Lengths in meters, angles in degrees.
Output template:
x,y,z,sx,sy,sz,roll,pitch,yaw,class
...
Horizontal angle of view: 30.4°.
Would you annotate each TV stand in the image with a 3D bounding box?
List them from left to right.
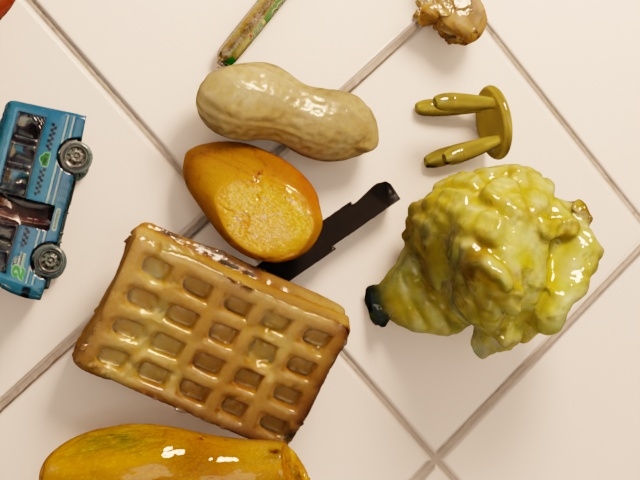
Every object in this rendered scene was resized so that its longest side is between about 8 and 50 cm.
x,y,z,sx,sy,sz,roll,pitch,yaw,class
0.000,0.000,1.680,0.256,0.049,0.040,-35,97,-14,TV stand

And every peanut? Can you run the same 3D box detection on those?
x,y,z,sx,sy,sz,roll,pitch,yaw,class
-0.043,-0.179,1.638,0.275,0.125,0.111,15,123,-23,peanut

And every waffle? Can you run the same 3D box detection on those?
x,y,z,sx,sy,sz,roll,pitch,yaw,class
-0.144,0.129,1.584,0.328,0.098,0.224,24,101,-14,waffle

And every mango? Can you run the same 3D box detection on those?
x,y,z,sx,sy,sz,roll,pitch,yaw,class
-0.192,0.324,1.550,0.360,0.187,0.144,6,51,-12,mango
-0.096,-0.058,1.619,0.217,0.102,0.141,34,86,3,mango

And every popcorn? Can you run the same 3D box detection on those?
x,y,z,sx,sy,sz,roll,pitch,yaw,class
0.249,0.031,1.657,0.237,0.293,0.292,-1,90,-36,popcorn

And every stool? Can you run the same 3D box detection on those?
x,y,z,sx,sy,sz,roll,pitch,yaw,class
0.209,-0.165,1.716,0.111,0.134,0.135,-10,48,-16,stool

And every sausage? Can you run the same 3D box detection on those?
x,y,z,sx,sy,sz,roll,pitch,yaw,class
-0.065,-0.346,1.670,0.033,0.033,0.269,40,79,-13,sausage

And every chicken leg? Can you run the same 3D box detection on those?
x,y,z,sx,sy,sz,roll,pitch,yaw,class
0.173,-0.380,1.725,0.101,0.085,0.207,-20,87,-5,chicken leg

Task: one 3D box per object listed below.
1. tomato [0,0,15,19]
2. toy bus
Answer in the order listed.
x,y,z,sx,sy,sz,roll,pitch,yaw,class
-0.495,-0.363,1.428,0.265,0.265,0.264,0,90,-17,tomato
-0.379,-0.051,1.530,0.134,0.113,0.246,15,84,-12,toy bus
